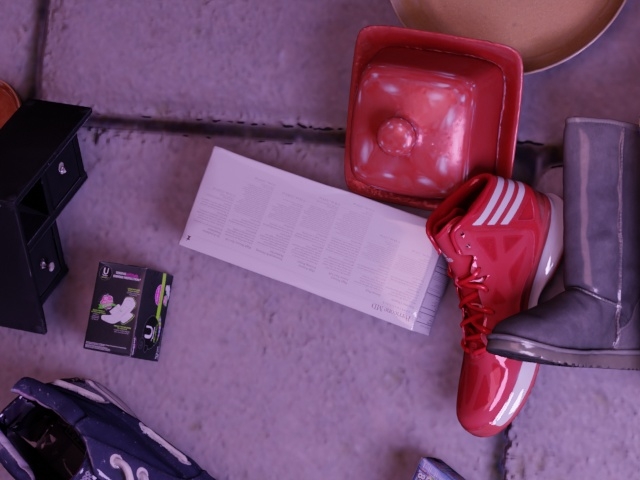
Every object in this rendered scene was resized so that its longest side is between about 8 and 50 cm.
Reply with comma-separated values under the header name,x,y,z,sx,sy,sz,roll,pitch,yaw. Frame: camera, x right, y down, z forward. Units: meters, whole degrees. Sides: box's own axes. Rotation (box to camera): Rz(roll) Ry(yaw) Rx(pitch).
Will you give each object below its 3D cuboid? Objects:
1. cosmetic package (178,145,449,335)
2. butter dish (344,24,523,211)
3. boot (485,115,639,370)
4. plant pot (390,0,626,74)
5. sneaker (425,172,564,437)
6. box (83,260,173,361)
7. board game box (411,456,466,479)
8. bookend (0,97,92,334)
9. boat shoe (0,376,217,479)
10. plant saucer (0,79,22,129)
name,x,y,z,sx,sy,sz,roll,pitch,yaw
cosmetic package,0.000,0.000,1.733,0.239,0.060,0.099,20,87,21
butter dish,0.083,-0.097,1.674,0.160,0.118,0.160,11,105,19
boot,0.214,0.001,1.606,0.076,0.189,0.208,7,91,44
plant pot,0.173,-0.259,1.726,0.236,0.032,0.236,-3,82,20
sneaker,0.126,0.048,1.638,0.087,0.128,0.221,-4,68,54
box,-0.177,0.065,1.783,0.052,0.062,0.083,9,86,22
board game box,0.140,0.312,1.641,0.194,0.060,0.194,23,90,21
bookend,-0.268,-0.023,1.812,0.072,0.156,0.157,10,130,20
boat shoe,-0.155,0.244,1.700,0.340,0.158,0.127,36,95,20
plant saucer,-0.328,-0.119,1.888,0.083,0.013,0.083,-3,81,19
